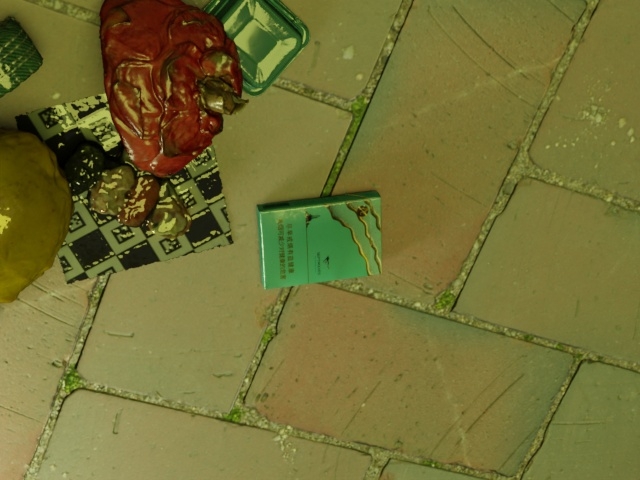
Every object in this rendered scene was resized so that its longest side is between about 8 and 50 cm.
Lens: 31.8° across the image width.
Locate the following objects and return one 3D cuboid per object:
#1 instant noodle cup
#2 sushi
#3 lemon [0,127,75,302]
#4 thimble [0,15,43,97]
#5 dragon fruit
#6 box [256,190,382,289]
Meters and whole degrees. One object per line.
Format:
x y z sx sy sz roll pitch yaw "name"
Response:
-0.115 -0.341 1.889 0.179 0.070 0.157 40 97 -25 "instant noodle cup"
-0.329 -0.092 1.944 0.320 0.069 0.339 -13 116 -8 "sushi"
-0.550 -0.030 1.804 0.316 0.285 0.285 -43 119 -18 "lemon"
-0.517 -0.283 1.782 0.135 0.118 0.090 -32 118 1 "thimble"
-0.235 -0.254 1.791 0.205 0.152 0.316 -12 103 11 "dragon fruit"
0.001 0.000 2.084 0.229 0.041 0.162 -8 116 -11 "box"
